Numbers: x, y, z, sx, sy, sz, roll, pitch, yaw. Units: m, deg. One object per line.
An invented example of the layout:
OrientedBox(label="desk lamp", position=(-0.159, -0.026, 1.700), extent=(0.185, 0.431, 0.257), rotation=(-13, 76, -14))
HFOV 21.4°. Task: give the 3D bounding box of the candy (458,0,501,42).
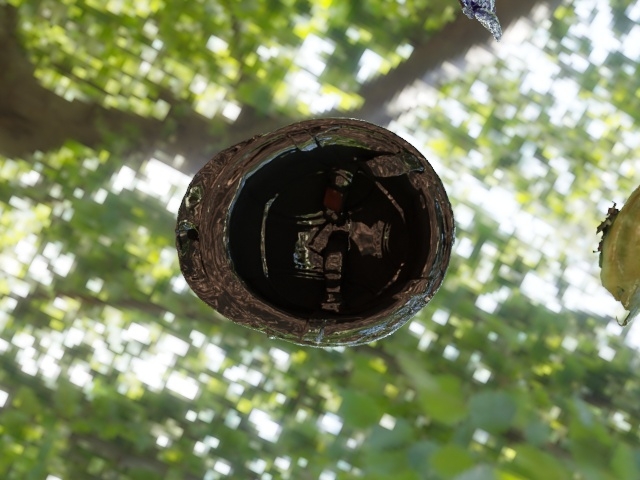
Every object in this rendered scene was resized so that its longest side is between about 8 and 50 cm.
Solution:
OrientedBox(label="candy", position=(0.206, -0.409, 2.362), extent=(0.070, 0.145, 0.275), rotation=(-15, -115, 19))

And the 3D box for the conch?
OrientedBox(label="conch", position=(0.299, -0.018, 1.374), extent=(0.200, 0.095, 0.079), rotation=(-29, 164, -19))

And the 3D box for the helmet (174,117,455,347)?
OrientedBox(label="helmet", position=(0.000, 0.000, 1.741), extent=(0.160, 0.278, 0.231), rotation=(54, 33, -81))
